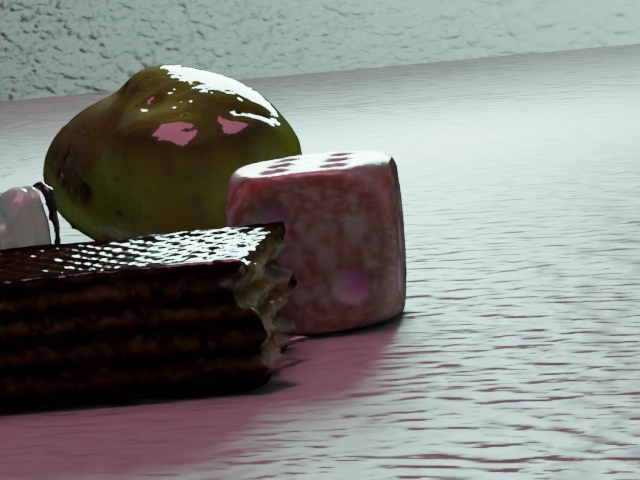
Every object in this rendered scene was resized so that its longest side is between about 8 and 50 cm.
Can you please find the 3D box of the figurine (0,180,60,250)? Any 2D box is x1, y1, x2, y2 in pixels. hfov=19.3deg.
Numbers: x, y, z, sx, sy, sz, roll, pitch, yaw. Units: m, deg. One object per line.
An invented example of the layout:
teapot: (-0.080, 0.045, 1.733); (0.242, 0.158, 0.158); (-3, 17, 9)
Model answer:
figurine: (-0.285, 0.018, 1.150); (0.245, 0.110, 0.138); (-10, 0, -36)

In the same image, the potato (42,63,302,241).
potato: (-0.098, -0.048, 1.316); (0.154, 0.137, 0.200); (-47, 28, -25)

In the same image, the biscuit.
biscuit: (-0.131, 0.042, 0.966); (0.252, 0.070, 0.106); (-5, 10, 10)

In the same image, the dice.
dice: (0.000, 0.000, 1.052); (0.094, 0.091, 0.093); (-7, 9, 6)
